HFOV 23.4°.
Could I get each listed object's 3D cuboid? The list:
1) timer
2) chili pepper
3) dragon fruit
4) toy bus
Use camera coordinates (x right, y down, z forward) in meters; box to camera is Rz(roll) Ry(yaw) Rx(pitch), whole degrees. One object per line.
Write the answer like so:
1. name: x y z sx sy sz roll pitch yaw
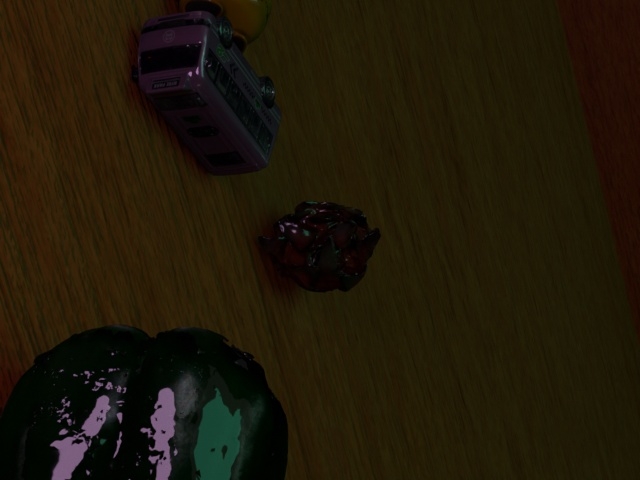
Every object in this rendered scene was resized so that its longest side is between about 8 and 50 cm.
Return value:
1. timer: -0.108 -0.276 1.771 0.107 0.107 0.109 59 34 -38
2. chili pepper: -0.153 0.215 1.319 0.248 0.233 0.256 43 48 -48
3. dragon fruit: 0.005 0.004 1.879 0.121 0.130 0.142 41 14 9
4. toy bus: -0.124 -0.160 1.700 0.199 0.096 0.108 53 39 -51
